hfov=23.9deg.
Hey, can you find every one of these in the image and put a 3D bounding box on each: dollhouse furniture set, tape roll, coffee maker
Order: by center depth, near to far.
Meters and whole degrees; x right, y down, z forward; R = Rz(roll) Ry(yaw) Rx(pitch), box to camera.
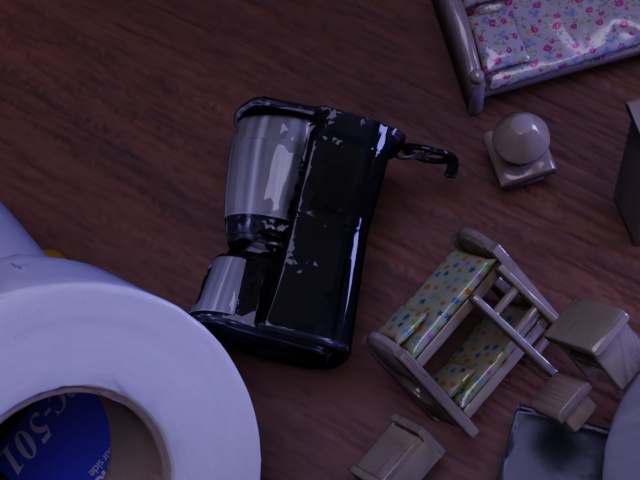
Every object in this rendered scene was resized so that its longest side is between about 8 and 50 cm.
[{"bbox_3d":[-0.184,0.154,0.993,0.286,0.286,0.100,-49,30,-13],"label":"tape roll"},{"bbox_3d":[0.101,0.097,1.037,0.182,0.161,0.101,-48,116,-13],"label":"dollhouse furniture set"},{"bbox_3d":[0.000,0.000,1.114,0.171,0.120,0.178,6,75,16],"label":"coffee maker"},{"bbox_3d":[0.248,-0.202,1.144,0.303,0.174,0.356,-16,69,-1],"label":"dollhouse furniture set"}]

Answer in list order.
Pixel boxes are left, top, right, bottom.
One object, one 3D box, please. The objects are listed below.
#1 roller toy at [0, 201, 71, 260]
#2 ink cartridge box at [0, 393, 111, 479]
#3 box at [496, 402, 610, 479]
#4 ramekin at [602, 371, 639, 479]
[{"bbox_3d":[-0.285,0.056,1.091,0.191,0.209,0.146,-44,72,2],"label":"roller toy"},{"bbox_3d":[-0.212,0.200,1.104,0.097,0.046,0.207,36,76,16],"label":"ink cartridge box"},{"bbox_3d":[0.200,0.230,1.053,0.184,0.045,0.191,17,71,9],"label":"box"},{"bbox_3d":[0.319,0.163,0.978,0.277,0.135,0.277,4,76,-16],"label":"ramekin"}]
